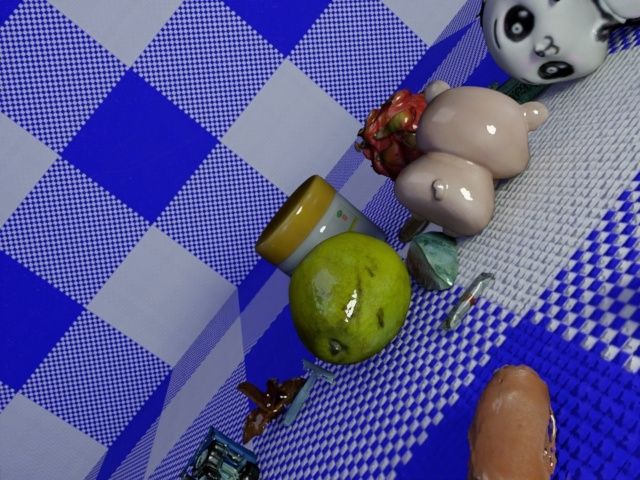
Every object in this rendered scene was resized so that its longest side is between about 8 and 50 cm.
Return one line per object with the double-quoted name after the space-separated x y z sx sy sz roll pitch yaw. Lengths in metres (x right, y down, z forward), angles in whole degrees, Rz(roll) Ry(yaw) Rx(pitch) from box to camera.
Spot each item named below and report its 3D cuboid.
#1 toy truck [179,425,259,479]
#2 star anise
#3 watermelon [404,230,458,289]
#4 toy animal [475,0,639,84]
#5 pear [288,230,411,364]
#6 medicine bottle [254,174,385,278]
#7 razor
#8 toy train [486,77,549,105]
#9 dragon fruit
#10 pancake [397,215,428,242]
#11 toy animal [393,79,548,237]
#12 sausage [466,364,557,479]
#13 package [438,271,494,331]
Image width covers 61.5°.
-0.185 0.443 0.974 0.126 0.113 0.208 -51 11 8 "toy truck"
-0.123 0.316 1.111 0.144 0.158 0.140 36 124 52 "star anise"
0.193 0.035 0.949 0.180 0.081 0.094 -87 11 -78 "watermelon"
0.437 -0.419 0.937 0.310 0.251 0.251 -31 21 31 "toy animal"
0.048 0.096 0.922 0.212 0.212 0.269 -44 19 31 "pear"
0.000 0.000 1.302 0.238 0.232 0.238 -49 12 13 "medicine bottle"
-0.035 0.295 1.021 0.135 0.068 0.040 -60 8 12 "razor"
0.413 -0.320 1.132 0.172 0.070 0.099 -40 24 37 "toy train"
0.219 -0.223 1.223 0.243 0.228 0.307 -46 26 30 "dragon fruit"
0.210 -0.039 1.177 0.115 0.011 0.115 -46 13 14 "pancake"
0.233 -0.133 0.917 0.221 0.210 0.229 -50 -25 -34 "toy animal"
0.157 0.234 0.433 0.087 0.079 0.326 -56 6 35 "sausage"
0.213 0.090 0.787 0.110 0.015 0.037 -51 7 -7 "package"
